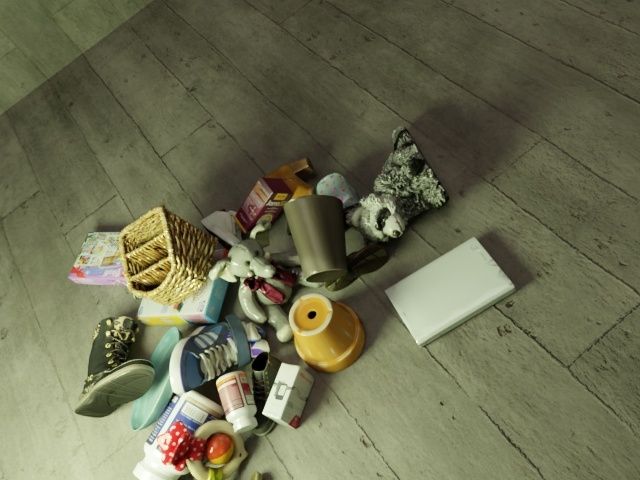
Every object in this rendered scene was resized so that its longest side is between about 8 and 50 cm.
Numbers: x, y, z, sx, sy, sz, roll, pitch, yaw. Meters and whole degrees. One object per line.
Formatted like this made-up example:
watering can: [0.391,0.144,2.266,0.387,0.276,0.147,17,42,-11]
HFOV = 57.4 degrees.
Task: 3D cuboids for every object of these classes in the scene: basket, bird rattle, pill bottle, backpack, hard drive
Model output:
basket: [0.000,0.000,1.732,0.154,0.204,0.227,-27,66,41]
bird rattle: [-0.305,0.574,1.566,0.207,0.253,0.143,-37,7,-37]
pill bottle: [-0.227,0.444,1.605,0.086,0.086,0.152,-26,63,6]
basket: [-0.498,0.065,1.790,0.299,0.223,0.213,-21,46,42]
pill bottle: [-0.399,0.558,1.644,0.153,0.153,0.265,19,68,31]
backpack: [0.065,-0.130,1.910,0.152,0.115,0.182,-26,58,3]
hard drive: [0.363,0.144,1.662,0.307,0.040,0.203,-32,53,2]

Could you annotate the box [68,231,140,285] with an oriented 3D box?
box: [-0.775,0.066,2.175,0.293,0.057,0.201,0,59,23]

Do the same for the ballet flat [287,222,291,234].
ballet flat: [-0.032,-0.016,1.924,0.188,0.070,0.070,20,69,33]

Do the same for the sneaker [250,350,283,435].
sneaker: [-0.170,0.428,1.653,0.083,0.118,0.222,-3,58,21]

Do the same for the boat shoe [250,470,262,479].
boat shoe: [-0.164,0.689,1.534,0.056,0.048,0.153,129,150,-46]

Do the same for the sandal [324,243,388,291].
sandal: [0.104,0.077,1.800,0.219,0.090,0.060,-36,31,6]

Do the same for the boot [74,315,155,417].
boot: [-0.630,0.366,1.822,0.377,0.138,0.284,-39,41,36]

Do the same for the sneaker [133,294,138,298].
sneaker: [-0.627,0.172,2.062,0.037,0.032,0.083,17,68,31]

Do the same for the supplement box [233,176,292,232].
supplement box: [-0.192,-0.117,1.961,0.081,0.104,0.188,52,121,26]

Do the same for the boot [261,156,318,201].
boot: [-0.102,-0.136,2.012,0.211,0.104,0.295,-26,57,18]

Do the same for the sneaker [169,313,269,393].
sneaker: [-0.271,0.323,1.676,0.236,0.130,0.323,-6,14,10]

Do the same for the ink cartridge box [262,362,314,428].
ink cartridge box: [-0.086,0.431,1.622,0.063,0.109,0.150,8,63,29]

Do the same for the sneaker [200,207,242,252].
sneaker: [-0.309,-0.043,1.997,0.123,0.106,0.290,-40,39,-11]

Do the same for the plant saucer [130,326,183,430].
plant saucer: [-0.479,0.415,1.746,0.317,0.043,0.317,-48,28,35]

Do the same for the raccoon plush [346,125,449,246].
raccoon plush: [0.222,-0.161,1.874,0.299,0.216,0.446,-33,22,14]

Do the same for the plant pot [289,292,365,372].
plant pot: [0.004,0.247,1.652,0.205,0.188,0.205,-11,56,16]

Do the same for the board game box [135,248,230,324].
board game box: [-0.448,0.158,1.940,0.316,0.064,0.242,-6,57,32]

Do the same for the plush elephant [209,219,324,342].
plush elephant: [-0.177,0.096,1.782,0.330,0.255,0.272,27,73,34]
